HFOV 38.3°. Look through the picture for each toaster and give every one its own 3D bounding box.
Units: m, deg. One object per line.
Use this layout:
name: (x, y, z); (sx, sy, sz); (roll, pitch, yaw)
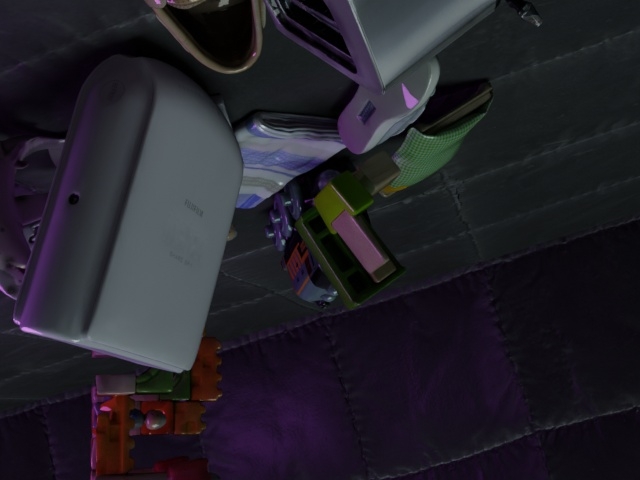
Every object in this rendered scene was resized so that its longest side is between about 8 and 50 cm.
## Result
toaster: (0.017, -0.194, 0.548); (0.110, 0.185, 0.168); (-41, 139, -8)

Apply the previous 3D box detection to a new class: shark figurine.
shark figurine: (-0.352, -0.049, 1.005); (0.166, 0.278, 0.116); (38, 121, -24)

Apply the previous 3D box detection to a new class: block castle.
block castle: (-0.238, 0.188, 1.405); (0.212, 0.454, 0.303); (1, 167, -15)

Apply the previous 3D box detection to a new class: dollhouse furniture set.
dollhouse furniture set: (0.140, -0.063, 1.300); (0.301, 0.151, 0.197); (-34, 175, -25)

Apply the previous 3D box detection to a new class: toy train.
toy train: (0.000, 0.000, 1.519); (0.142, 0.190, 0.334); (-12, 166, -14)

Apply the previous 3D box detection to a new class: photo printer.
photo printer: (-0.184, -0.027, 0.982); (0.107, 0.308, 0.256); (9, 167, 19)

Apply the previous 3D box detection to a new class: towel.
towel: (-0.098, -0.106, 1.319); (0.209, 0.034, 0.285); (-1, 160, -45)

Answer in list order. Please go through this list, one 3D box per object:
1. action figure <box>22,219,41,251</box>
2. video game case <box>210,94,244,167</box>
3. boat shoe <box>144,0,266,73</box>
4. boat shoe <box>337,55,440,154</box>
action figure: (-0.381, 0.003, 1.172); (0.185, 0.099, 0.285); (-14, 179, -1)
video game case: (-0.177, -0.116, 1.155); (0.143, 0.019, 0.157); (-16, 154, -2)
boat shoe: (-0.093, -0.227, 0.665); (0.121, 0.110, 0.341); (-17, 167, 5)
boat shoe: (0.097, -0.185, 1.159); (0.081, 0.079, 0.227); (-30, 174, -29)
